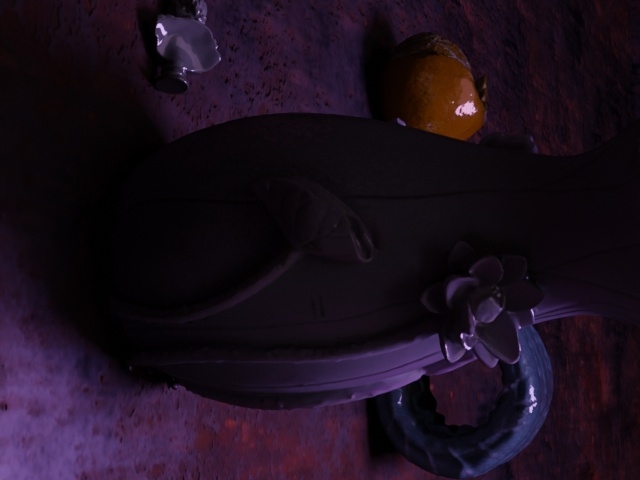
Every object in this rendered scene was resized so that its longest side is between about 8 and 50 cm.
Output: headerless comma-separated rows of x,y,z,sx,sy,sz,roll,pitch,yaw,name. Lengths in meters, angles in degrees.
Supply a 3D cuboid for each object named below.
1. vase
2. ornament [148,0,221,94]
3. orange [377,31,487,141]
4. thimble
0.070,0.003,1.074,0.250,0.445,0.250,-4,90,-69,vase
-0.118,-0.171,1.175,0.068,0.041,0.092,50,48,-20,ornament
0.140,-0.180,1.686,0.156,0.134,0.156,7,90,-75,orange
0.170,0.157,1.611,0.143,0.198,0.235,11,82,-69,thimble
